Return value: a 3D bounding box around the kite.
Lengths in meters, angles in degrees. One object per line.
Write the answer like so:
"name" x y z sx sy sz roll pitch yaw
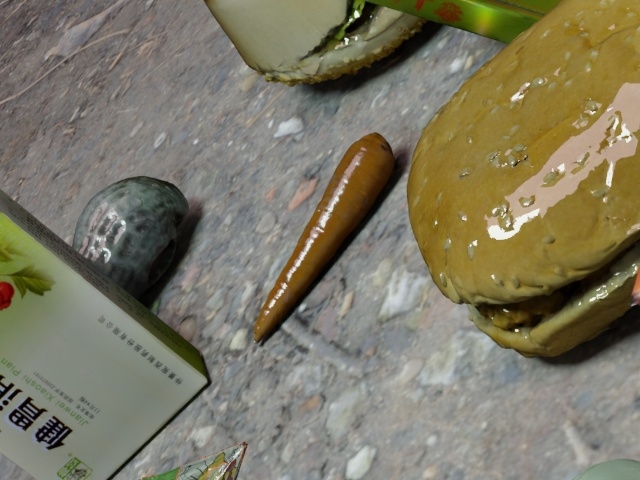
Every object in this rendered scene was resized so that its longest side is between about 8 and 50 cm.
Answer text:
"kite" -0.144 0.257 1.407 0.244 0.006 0.198 -50 28 -1

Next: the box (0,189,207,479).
"box" -0.252 0.096 1.495 0.175 0.260 0.062 -44 25 10

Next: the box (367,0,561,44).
"box" 0.146 -0.304 1.527 0.043 0.173 0.311 111 175 -48

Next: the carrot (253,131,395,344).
"carrot" 0.000 0.000 1.490 0.216 0.048 0.048 -58 28 -5

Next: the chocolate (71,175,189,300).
"chocolate" -0.218 0.038 1.688 0.110 0.110 0.248 -10 44 51

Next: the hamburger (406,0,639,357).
"hamburger" 0.189 -0.064 1.187 0.283 0.144 0.259 -36 27 12

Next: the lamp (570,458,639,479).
"lamp" 0.197 0.181 0.916 0.193 0.106 0.106 10 63 49

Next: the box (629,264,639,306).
"box" 0.370 -0.067 0.800 0.318 0.257 0.349 -18 41 43

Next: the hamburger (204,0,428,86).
"hamburger" 0.018 -0.283 1.683 0.302 0.170 0.302 -40 25 23
